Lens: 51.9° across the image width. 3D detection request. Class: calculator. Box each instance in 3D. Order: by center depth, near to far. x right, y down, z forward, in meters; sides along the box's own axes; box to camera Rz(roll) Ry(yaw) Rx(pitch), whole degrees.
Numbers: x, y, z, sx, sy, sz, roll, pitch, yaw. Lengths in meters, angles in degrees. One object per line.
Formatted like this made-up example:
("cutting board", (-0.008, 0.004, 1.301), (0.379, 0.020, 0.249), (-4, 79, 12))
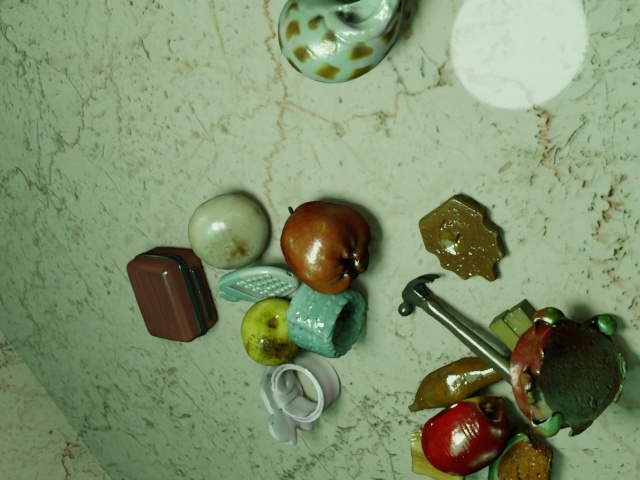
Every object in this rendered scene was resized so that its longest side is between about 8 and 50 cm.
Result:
("calculator", (-0.188, 0.129, 1.904), (0.295, 0.042, 0.184), (-20, 145, 41))

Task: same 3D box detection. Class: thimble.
("thimble", (0.014, 0.206, 1.734), (0.143, 0.235, 0.198), (18, 95, 29))

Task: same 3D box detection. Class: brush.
("brush", (0.507, 0.252, 1.514), (0.233, 0.047, 0.103), (48, 133, 3))

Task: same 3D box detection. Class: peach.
("peach", (0.337, 0.501, 1.636), (0.267, 0.154, 0.158), (-40, 44, 35))

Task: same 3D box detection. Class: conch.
("conch", (0.030, -0.452, 1.373), (0.368, 0.197, 0.249), (16, 87, 35))

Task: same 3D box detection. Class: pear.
("pear", (-0.136, 0.268, 1.907), (0.197, 0.197, 0.197), (18, 124, 28))

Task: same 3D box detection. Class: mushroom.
("mushroom", (-0.256, -0.027, 1.847), (0.226, 0.178, 0.226), (0, 114, 0))

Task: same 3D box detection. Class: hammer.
("hammer", (0.368, 0.244, 1.559), (0.440, 0.044, 0.168), (41, 138, 25))

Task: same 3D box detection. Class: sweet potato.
("sweet potato", (0.341, 0.362, 1.659), (0.112, 0.112, 0.359), (51, 129, 2))

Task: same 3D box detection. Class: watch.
("watch", (-0.056, 0.469, 1.975), (0.217, 0.211, 0.248), (-27, 88, 34))

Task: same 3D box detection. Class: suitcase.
("suitcase", (-0.479, 0.173, 2.131), (0.236, 0.161, 0.297), (4, 116, 36))

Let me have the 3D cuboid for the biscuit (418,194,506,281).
("biscuit", (0.334, 0.007, 1.510), (0.215, 0.034, 0.182), (51, 134, -1))

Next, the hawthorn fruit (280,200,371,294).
("hawthorn fruit", (0.000, 0.000, 1.651), (0.261, 0.224, 0.224), (37, 133, 35))

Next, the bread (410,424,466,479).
("bread", (0.331, 0.592, 1.812), (0.173, 0.085, 0.134), (6, 111, 36))

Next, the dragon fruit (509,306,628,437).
("dragon fruit", (0.517, 0.276, 1.392), (0.268, 0.295, 0.130), (48, 162, -6))

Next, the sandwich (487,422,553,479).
("sandwich", (0.508, 0.546, 1.667), (0.159, 0.079, 0.235), (6, 122, 23))
